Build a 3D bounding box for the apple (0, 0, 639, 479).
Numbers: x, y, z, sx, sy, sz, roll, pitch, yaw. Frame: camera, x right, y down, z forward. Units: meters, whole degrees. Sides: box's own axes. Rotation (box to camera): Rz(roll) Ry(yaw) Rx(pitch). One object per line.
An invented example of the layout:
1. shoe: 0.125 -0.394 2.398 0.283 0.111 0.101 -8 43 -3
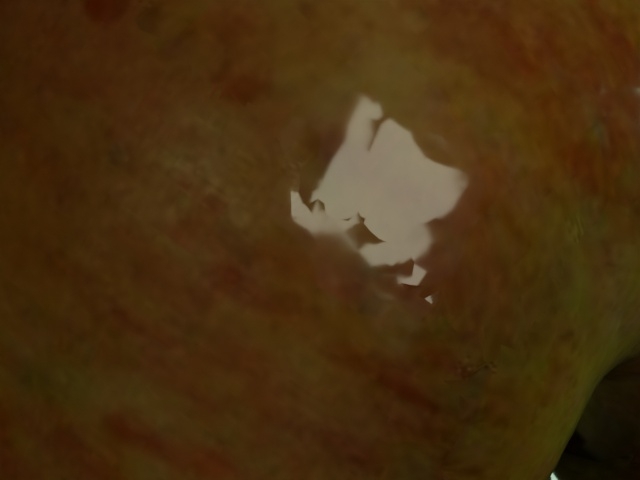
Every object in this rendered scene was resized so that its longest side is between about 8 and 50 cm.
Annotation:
1. apple: 0.000 0.000 0.713 0.400 0.400 0.333 -41 55 -15
